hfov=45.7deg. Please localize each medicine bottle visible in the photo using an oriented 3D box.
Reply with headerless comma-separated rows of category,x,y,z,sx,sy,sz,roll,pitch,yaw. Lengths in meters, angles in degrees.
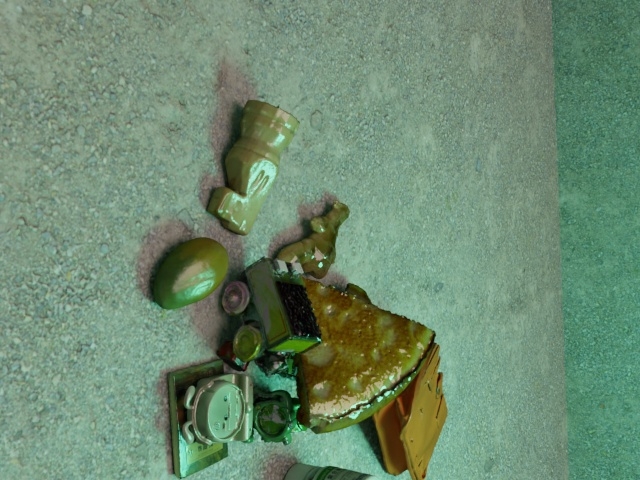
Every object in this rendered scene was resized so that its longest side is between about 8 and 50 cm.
medicine bottle,0.031,0.632,1.890,0.139,0.236,0.139,0,90,-52

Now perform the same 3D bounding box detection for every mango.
mango,-0.275,0.071,1.613,0.195,0.092,0.130,-48,129,-30

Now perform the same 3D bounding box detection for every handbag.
handbag,0.279,0.508,2.244,0.303,0.116,0.410,-58,149,-33

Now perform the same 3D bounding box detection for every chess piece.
chess piece,-0.159,-0.164,1.755,0.137,0.137,0.301,28,79,-49

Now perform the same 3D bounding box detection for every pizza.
pizza,0.040,0.234,1.858,0.440,0.130,0.406,-29,71,-35

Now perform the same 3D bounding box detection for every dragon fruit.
dragon fruit,-0.190,0.261,1.747,0.083,0.056,0.060,51,53,-38

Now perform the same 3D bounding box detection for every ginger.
ginger,0.000,0.000,1.988,0.148,0.081,0.334,52,48,-19

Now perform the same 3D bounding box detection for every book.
book,-0.266,0.389,1.674,0.160,0.024,0.228,-8,95,-55

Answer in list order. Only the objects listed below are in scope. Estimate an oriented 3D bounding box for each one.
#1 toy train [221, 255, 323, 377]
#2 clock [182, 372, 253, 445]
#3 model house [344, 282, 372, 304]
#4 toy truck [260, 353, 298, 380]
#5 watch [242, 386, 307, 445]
toy train,-0.114,0.168,1.715,0.134,0.177,0.261,15,50,-52
clock,-0.225,0.372,1.656,0.191,0.062,0.152,5,85,-55
model house,0.124,0.244,2.076,0.239,0.173,0.268,-46,134,-82
toy truck,-0.071,0.295,1.889,0.169,0.077,0.100,28,71,-48
watch,-0.113,0.406,1.804,0.152,0.165,0.131,7,83,-77
